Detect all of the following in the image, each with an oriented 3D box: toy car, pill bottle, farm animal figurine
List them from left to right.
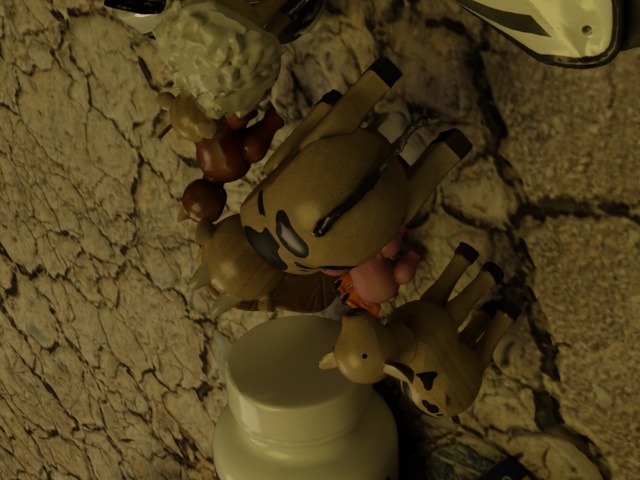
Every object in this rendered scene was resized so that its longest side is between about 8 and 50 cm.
[{"bbox_3d":[-0.011,0.235,1.188,0.176,0.176,0.318,24,134,34],"label":"pill bottle"},{"bbox_3d":[0.000,0.000,0.905,0.330,0.172,0.327,38,161,6],"label":"farm animal figurine"},{"bbox_3d":[0.069,0.067,1.103,0.122,0.060,0.040,38,99,-4],"label":"toy car"}]

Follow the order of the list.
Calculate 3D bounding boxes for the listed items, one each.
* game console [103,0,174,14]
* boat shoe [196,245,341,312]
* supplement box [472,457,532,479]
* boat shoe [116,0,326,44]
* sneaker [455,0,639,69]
[{"bbox_3d":[-0.159,-0.290,0.995,0.361,0.044,0.213,15,96,58],"label":"game console"},{"bbox_3d":[-0.053,0.025,1.099,0.059,0.170,0.063,44,106,38],"label":"boat shoe"},{"bbox_3d":[0.184,0.402,1.045,0.356,0.194,0.195,47,144,25],"label":"supplement box"},{"bbox_3d":[-0.041,-0.200,0.951,0.102,0.108,0.301,33,153,-31],"label":"boat shoe"},{"bbox_3d":[0.181,-0.246,0.647,0.257,0.169,0.447,53,152,-13],"label":"sneaker"}]
